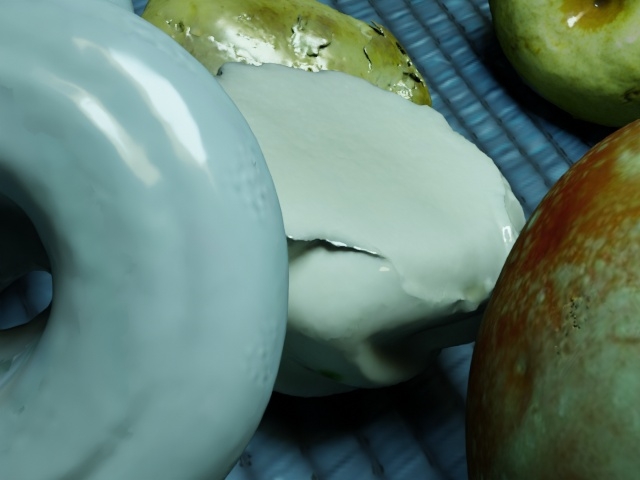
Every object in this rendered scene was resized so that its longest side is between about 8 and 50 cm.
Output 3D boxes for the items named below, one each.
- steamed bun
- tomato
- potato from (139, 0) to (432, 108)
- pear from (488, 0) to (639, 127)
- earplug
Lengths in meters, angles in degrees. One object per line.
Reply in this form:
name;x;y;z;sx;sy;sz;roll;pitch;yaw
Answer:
steamed bun;0.000;0.000;0.600;0.183;0.106;0.183;16;32;-10
tomato;0.176;0.086;0.489;0.270;0.222;0.270;24;28;-14
potato;-0.019;-0.092;0.725;0.171;0.080;0.107;14;26;-10
pear;0.196;-0.157;0.868;0.178;0.178;0.178;15;38;-12
earplug;-0.135;-0.023;0.504;0.214;0.175;0.325;-31;54;4
